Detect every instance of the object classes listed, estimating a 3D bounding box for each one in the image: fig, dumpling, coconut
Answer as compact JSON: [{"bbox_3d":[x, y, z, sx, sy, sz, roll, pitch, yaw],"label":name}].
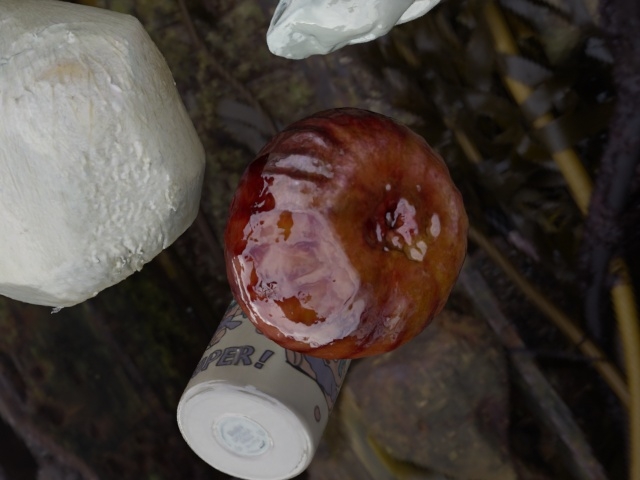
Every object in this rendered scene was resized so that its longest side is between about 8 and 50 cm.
[{"bbox_3d":[0.011,-0.008,0.630,0.150,0.128,0.128,-102,-2,-71],"label":"fig"},{"bbox_3d":[0.048,-0.266,1.311,0.229,0.151,0.124,-38,50,27],"label":"dumpling"},{"bbox_3d":[-0.151,-0.055,0.672,0.161,0.161,0.162,-4,123,53],"label":"coconut"}]

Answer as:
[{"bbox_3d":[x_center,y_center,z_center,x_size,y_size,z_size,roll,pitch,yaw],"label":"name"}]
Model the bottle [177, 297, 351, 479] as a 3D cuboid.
[{"bbox_3d":[-0.025,0.060,0.880,0.097,0.209,0.110,-10,125,27],"label":"bottle"}]
